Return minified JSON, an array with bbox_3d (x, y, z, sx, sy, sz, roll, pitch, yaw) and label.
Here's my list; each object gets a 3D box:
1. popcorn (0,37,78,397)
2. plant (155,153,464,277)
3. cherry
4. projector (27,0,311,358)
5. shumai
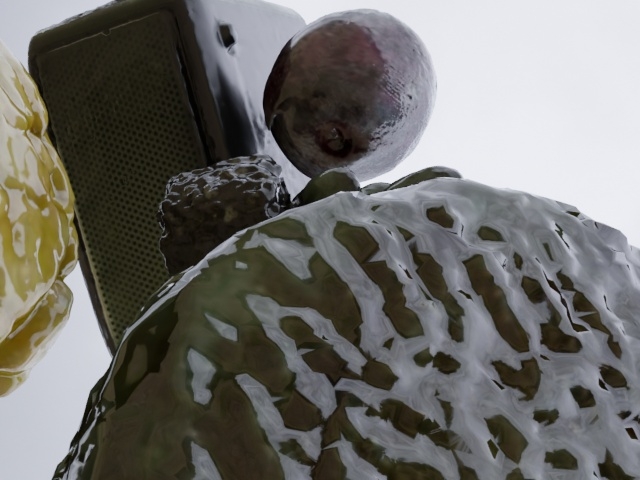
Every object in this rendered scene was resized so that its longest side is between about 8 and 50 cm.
[{"bbox_3d":[-0.391,-0.006,1.166,0.344,0.354,0.390,-20,-150,45],"label":"popcorn"},{"bbox_3d":[-0.001,-0.002,1.166,0.274,0.146,0.149,0,-141,5],"label":"plant"},{"bbox_3d":[0.032,-0.147,1.405,0.195,0.195,0.195,-7,-102,36],"label":"cherry"},{"bbox_3d":[-0.119,-0.073,1.582,0.242,0.395,0.405,-16,-91,19],"label":"projector"},{"bbox_3d":[0.013,0.192,0.671,0.348,0.395,0.395,-49,-126,46],"label":"shumai"}]
